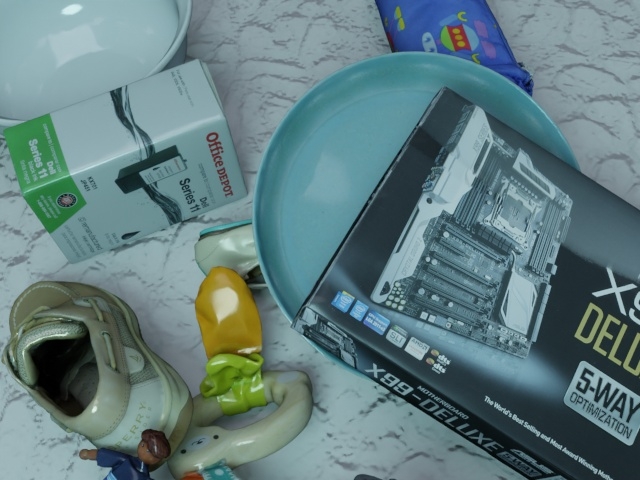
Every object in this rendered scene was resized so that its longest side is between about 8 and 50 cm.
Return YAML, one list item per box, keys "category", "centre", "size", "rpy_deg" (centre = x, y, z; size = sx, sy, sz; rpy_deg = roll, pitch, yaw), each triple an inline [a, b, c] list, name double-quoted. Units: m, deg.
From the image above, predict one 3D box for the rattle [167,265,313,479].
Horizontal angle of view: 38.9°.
- category: "rattle"
  centre: [-0.085, 0.129, 0.743]
  size: [0.130, 0.143, 0.199]
  rpy_deg: [11, 25, 22]

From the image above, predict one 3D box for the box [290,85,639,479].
- category: "box"
  centre: [0.167, 0.050, 0.765]
  size: [0.307, 0.076, 0.242]
  rpy_deg: [33, 67, 0]

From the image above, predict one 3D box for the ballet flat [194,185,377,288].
- category: "ballet flat"
  centre: [0.000, 0.000, 0.905]
  size: [0.248, 0.086, 0.086]
  rpy_deg: [-17, 55, -1]

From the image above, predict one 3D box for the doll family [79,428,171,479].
- category: "doll family"
  centre: [-0.108, 0.217, 0.636]
  size: [0.193, 0.076, 0.111]
  rpy_deg: [37, 96, 7]

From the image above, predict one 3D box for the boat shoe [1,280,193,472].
- category: "boat shoe"
  centre: [-0.220, 0.095, 0.794]
  size: [0.109, 0.098, 0.302]
  rpy_deg: [-56, 39, -3]

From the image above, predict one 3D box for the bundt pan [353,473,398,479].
- category: "bundt pan"
  centre: [0.119, 0.292, 0.553]
  size: [0.331, 0.331, 0.124]
  rpy_deg: [36, 91, 27]

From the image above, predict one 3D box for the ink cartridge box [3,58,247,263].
- category: "ink cartridge box"
  centre: [-0.191, -0.078, 0.930]
  size: [0.208, 0.153, 0.087]
  rpy_deg: [-22, 62, -6]

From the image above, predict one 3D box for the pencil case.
- category: "pencil case"
  centre: [0.139, -0.235, 1.009]
  size: [0.133, 0.119, 0.306]
  rpy_deg: [-23, 54, 12]

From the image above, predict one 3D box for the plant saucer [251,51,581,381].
- category: "plant saucer"
  centre: [0.093, -0.020, 0.850]
  size: [0.317, 0.044, 0.318]
  rpy_deg: [1, 80, -7]

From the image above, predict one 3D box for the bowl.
- category: "bowl"
  centre: [-0.277, -0.206, 1.042]
  size: [0.297, 0.134, 0.298]
  rpy_deg: [-3, 56, 5]
